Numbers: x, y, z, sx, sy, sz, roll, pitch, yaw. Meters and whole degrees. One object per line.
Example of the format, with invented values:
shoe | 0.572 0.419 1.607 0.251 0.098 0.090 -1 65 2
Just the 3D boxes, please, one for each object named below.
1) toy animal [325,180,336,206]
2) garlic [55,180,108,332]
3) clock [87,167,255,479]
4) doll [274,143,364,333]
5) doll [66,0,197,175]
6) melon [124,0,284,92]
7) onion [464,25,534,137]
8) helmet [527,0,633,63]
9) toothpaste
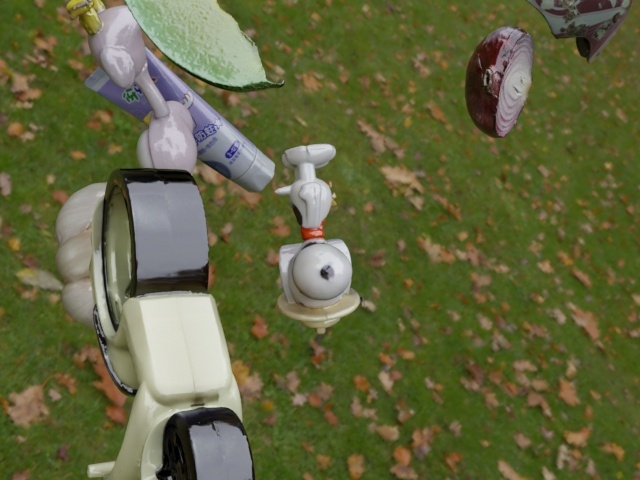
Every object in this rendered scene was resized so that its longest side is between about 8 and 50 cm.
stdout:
toy animal | -0.015 -0.073 1.506 0.081 0.083 0.061 -87 160 -46
garlic | -0.350 0.006 1.408 0.184 0.203 0.281 34 48 -28
clock | -0.153 0.117 0.808 0.120 0.276 0.379 0 57 -23
doll | -0.004 -0.004 1.361 0.143 0.208 0.272 -5 67 -12
doll | -0.270 -0.227 1.299 0.160 0.094 0.365 -100 173 -50
melon | -0.139 -0.251 1.067 0.261 0.114 0.053 41 -14 25
onion | 0.315 -0.296 1.568 0.098 0.206 0.151 26 23 36
helmet | 0.278 -0.293 0.926 0.176 0.107 0.153 22 42 -39
toothpaste | -0.236 -0.212 1.516 0.371 0.125 0.080 38 25 -33
